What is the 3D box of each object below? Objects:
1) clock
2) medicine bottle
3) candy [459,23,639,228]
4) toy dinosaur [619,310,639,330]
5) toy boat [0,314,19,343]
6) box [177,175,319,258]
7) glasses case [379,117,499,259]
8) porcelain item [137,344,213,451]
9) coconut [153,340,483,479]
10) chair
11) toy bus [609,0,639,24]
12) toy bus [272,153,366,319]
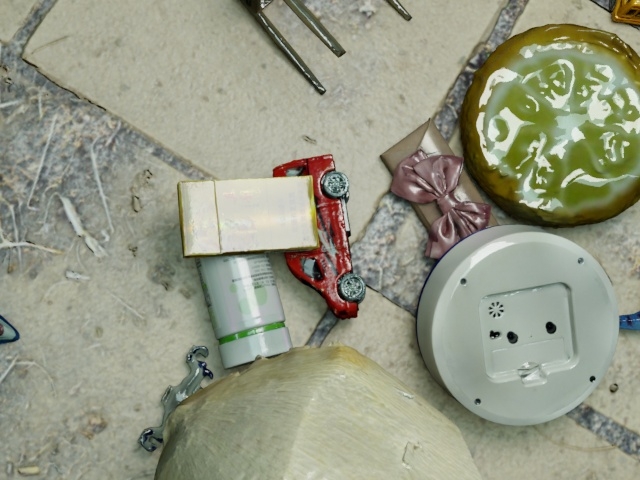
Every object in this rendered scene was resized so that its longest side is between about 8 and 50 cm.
[{"bbox_3d":[0.230,0.099,1.230,0.230,0.083,0.231,-2,100,-9],"label":"clock"},{"bbox_3d":[-0.095,0.051,1.221,0.086,0.086,0.184,-14,83,-10],"label":"medicine bottle"},{"bbox_3d":[0.298,-0.140,1.291,0.259,0.118,0.260,1,80,-5],"label":"candy"},{"bbox_3d":[0.465,0.058,1.303,0.329,0.076,0.144,-41,81,-1],"label":"toy dinosaur"},{"bbox_3d":[-0.455,0.075,1.192,0.228,0.046,0.080,18,76,-2],"label":"toy boat"},{"bbox_3d":[-0.081,-0.027,1.183,0.156,0.022,0.089,-2,78,-16],"label":"box"},{"bbox_3d":[0.146,-0.048,1.278,0.102,0.070,0.194,-31,86,-10],"label":"glasses case"},{"bbox_3d":[-0.148,0.195,1.222,0.075,0.021,0.136,30,78,-2],"label":"porcelain item"},{"bbox_3d":[-0.005,0.282,1.067,0.360,0.346,0.346,37,78,-8],"label":"coconut"},{"bbox_3d":[-0.021,-0.343,1.255,0.188,0.166,0.272,-42,88,-12],"label":"chair"},{"bbox_3d":[0.423,-0.366,1.365,0.069,0.074,0.162,7,81,-5],"label":"toy bus"},{"bbox_3d":[0.000,0.000,1.248,0.089,0.081,0.195,-10,82,1],"label":"toy bus"}]
